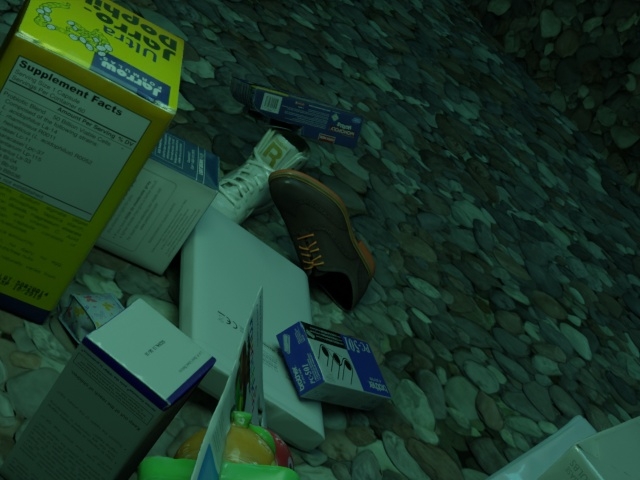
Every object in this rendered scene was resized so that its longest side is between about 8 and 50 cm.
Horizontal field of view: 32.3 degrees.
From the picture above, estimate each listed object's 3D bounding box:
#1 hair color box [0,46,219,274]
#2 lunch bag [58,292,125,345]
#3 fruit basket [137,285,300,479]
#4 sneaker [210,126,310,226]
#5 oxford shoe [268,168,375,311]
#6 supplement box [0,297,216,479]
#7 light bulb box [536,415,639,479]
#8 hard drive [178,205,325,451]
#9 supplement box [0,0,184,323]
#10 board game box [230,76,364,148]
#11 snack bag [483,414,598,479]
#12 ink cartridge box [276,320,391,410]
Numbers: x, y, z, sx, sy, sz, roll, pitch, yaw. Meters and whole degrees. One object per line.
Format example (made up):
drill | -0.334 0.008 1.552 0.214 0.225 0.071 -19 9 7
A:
hair color box | -0.331 -0.106 1.536 0.347 0.174 0.105 26 29 -21
lunch bag | -0.279 0.108 1.401 0.083 0.053 0.071 42 24 31
fruit basket | -0.075 0.273 1.131 0.165 0.327 0.353 7 29 11
sneaker | -0.120 -0.104 1.785 0.108 0.169 0.292 42 29 5
oxford shoe | 0.000 0.000 1.765 0.271 0.097 0.098 51 40 -29
supplement box | -0.225 0.186 1.164 0.114 0.220 0.111 38 27 5
light bulb box | 0.335 0.453 1.252 0.225 0.361 0.358 -3 47 -49
hard drive | -0.101 0.111 1.568 0.233 0.047 0.353 36 26 -27
supplement box | -0.336 -0.110 1.341 0.194 0.356 0.195 26 30 -21
board game box | -0.054 -0.218 1.858 0.194 0.060 0.194 13 9 -22
snack bag | 0.397 0.429 1.593 0.323 0.037 0.342 -23 61 -34
ink cartridge box | 0.022 0.180 1.566 0.207 0.046 0.097 26 36 -58
